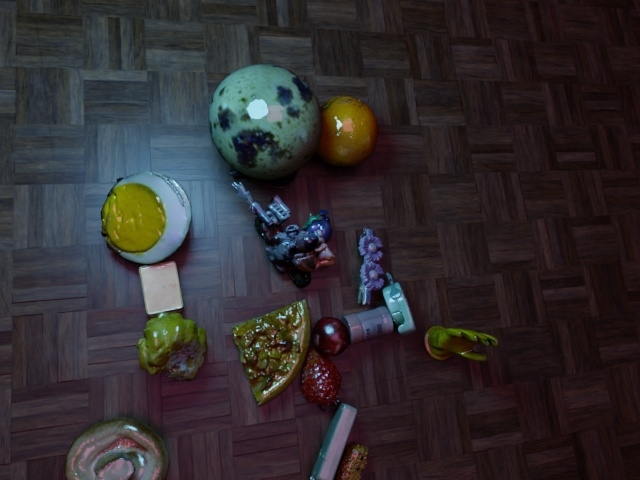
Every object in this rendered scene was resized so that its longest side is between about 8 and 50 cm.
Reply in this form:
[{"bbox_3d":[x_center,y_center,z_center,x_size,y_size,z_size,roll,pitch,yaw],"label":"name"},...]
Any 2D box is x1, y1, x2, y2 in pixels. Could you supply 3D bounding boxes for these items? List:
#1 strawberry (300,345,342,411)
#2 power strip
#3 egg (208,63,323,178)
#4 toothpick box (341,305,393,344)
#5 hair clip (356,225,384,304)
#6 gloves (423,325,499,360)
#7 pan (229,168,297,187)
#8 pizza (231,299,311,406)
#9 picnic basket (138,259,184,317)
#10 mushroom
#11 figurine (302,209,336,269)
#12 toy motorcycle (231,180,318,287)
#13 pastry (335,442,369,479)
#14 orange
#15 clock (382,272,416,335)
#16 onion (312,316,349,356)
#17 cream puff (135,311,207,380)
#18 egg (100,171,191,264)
[{"bbox_3d":[0.006,0.442,1.515,0.140,0.085,0.192,14,73,-8],"label":"strawberry"},{"bbox_3d":[0.033,0.648,1.469,0.053,0.093,0.288,25,73,-6],"label":"power strip"},{"bbox_3d":[-0.177,-0.371,1.491,0.344,0.428,0.345,-8,112,-21],"label":"egg"},{"bbox_3d":[0.154,0.281,1.578,0.148,0.098,0.099,-12,81,-17],"label":"toothpick box"},{"bbox_3d":[0.168,0.085,1.646,0.106,0.084,0.292,15,69,-29],"label":"hair clip"},{"bbox_3d":[0.450,0.328,1.540,0.133,0.294,0.116,7,75,-13],"label":"gloves"},{"bbox_3d":[-0.197,-0.240,1.644,0.235,0.028,0.136,-7,79,-19],"label":"pan"},{"bbox_3d":[-0.121,0.348,1.507,0.268,0.087,0.258,-20,86,-20],"label":"pizza"},{"bbox_3d":[-0.485,0.148,1.458,0.115,0.079,0.164,-8,80,-17],"label":"picnic basket"},{"bbox_3d":[-0.555,0.625,1.297,0.278,0.146,0.278,2,71,-6],"label":"mushroom"},{"bbox_3d":[0.000,0.000,1.611,0.102,0.111,0.195,-12,86,-3],"label":"figurine"},{"bbox_3d":[-0.132,-0.037,1.526,0.134,0.207,0.401,-33,86,-40],"label":"toy motorcycle"},{"bbox_3d":[0.099,0.707,1.491,0.080,0.056,0.140,27,70,-19],"label":"pastry"},{"bbox_3d":[0.080,-0.367,1.631,0.246,0.246,0.246,3,77,-13],"label":"orange"},{"bbox_3d":[0.260,0.211,1.599,0.066,0.159,0.211,-22,75,8],"label":"clock"},{"bbox_3d":[0.032,0.310,1.527,0.131,0.131,0.131,3,77,-13],"label":"onion"},{"bbox_3d":[-0.430,0.291,1.381,0.194,0.221,0.195,-14,57,23],"label":"cream puff"},{"bbox_3d":[-0.513,-0.069,1.461,0.264,0.174,0.286,29,95,0],"label":"egg"}]
